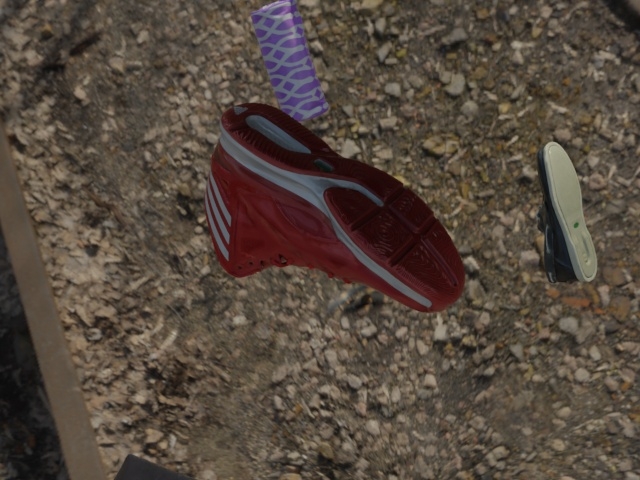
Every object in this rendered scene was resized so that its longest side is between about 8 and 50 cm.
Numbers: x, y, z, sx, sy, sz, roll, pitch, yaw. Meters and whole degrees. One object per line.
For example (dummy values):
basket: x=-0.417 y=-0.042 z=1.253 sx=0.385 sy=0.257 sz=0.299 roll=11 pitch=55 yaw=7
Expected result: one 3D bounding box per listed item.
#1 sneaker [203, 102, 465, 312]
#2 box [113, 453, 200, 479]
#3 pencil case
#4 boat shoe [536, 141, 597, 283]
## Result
sneaker: x=0.000 y=0.000 z=0.540 sx=0.221 sy=0.128 sz=0.087 roll=42 pitch=44 yaw=13
box: x=-0.041 y=0.202 z=0.383 sx=0.156 sy=0.158 sz=0.093 roll=39 pitch=63 yaw=-26
pencil case: x=-0.046 y=-0.295 z=1.136 sx=0.086 sy=0.206 sz=0.088 roll=-1 pitch=26 yaw=37
boat shoe: x=0.384 y=-0.043 z=1.122 sx=0.084 sy=0.079 sz=0.233 roll=-14 pitch=92 yaw=-38
